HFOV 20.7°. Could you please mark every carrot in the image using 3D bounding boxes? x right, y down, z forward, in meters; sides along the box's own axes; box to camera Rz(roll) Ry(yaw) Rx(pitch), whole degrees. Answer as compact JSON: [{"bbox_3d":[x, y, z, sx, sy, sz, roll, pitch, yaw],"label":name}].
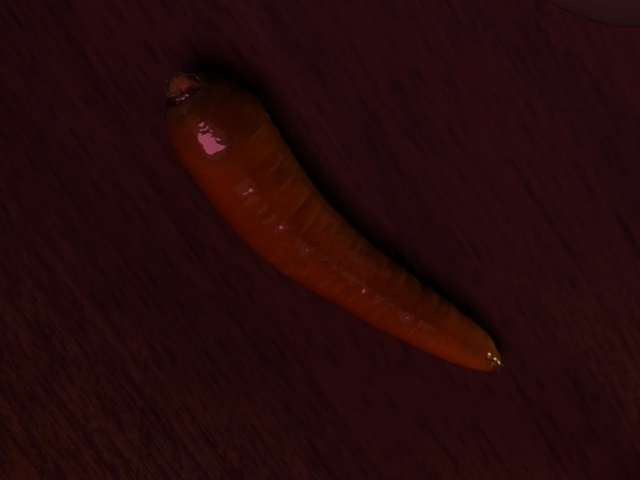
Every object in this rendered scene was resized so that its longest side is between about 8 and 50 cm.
[{"bbox_3d":[0.000,0.000,1.045,0.271,0.066,0.062,47,166,-18],"label":"carrot"}]

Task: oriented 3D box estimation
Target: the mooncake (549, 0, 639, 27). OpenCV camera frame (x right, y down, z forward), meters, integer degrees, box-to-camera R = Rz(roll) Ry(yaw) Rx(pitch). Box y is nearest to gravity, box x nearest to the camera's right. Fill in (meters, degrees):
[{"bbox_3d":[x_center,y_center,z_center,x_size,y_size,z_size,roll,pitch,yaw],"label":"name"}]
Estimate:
[{"bbox_3d":[0.169,-0.235,0.797,0.275,0.135,0.275,8,127,10],"label":"mooncake"}]
